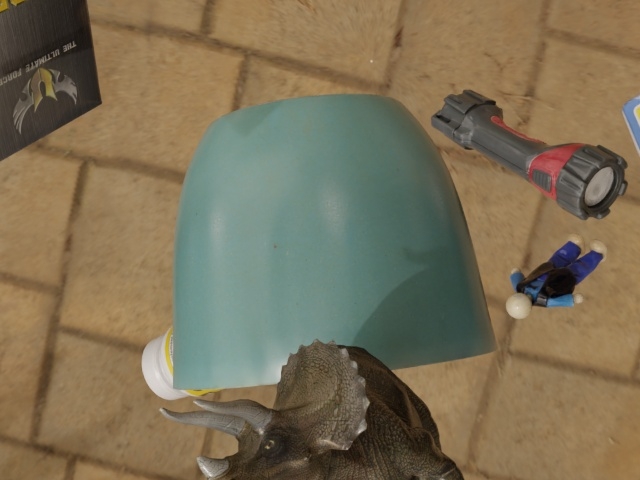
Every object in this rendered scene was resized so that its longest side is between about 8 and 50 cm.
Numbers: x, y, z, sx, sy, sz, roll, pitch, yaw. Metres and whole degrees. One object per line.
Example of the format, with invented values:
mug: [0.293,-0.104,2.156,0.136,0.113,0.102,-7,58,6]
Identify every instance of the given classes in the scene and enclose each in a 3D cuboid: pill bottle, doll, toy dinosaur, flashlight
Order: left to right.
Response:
pill bottle: [-0.157,0.161,1.458,0.208,0.119,0.119,-24,99,34]
toy dinosaur: [0.029,0.123,0.642,0.121,0.313,0.160,-29,88,11]
flashlight: [0.301,-0.136,1.441,0.103,0.304,0.103,30,98,-44]
doll: [0.334,0.057,1.455,0.189,0.129,0.046,-36,128,-31]

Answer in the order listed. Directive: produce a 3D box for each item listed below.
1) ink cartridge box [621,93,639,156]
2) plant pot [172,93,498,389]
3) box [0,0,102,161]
ink cartridge box: [0.447,0.047,0.869,0.151,0.270,0.395,-31,57,34]
plant pot: [0.000,0.000,0.907,0.293,0.293,0.235,-7,85,4]
box: [-0.219,-0.103,0.479,0.056,0.231,0.183,27,136,28]
